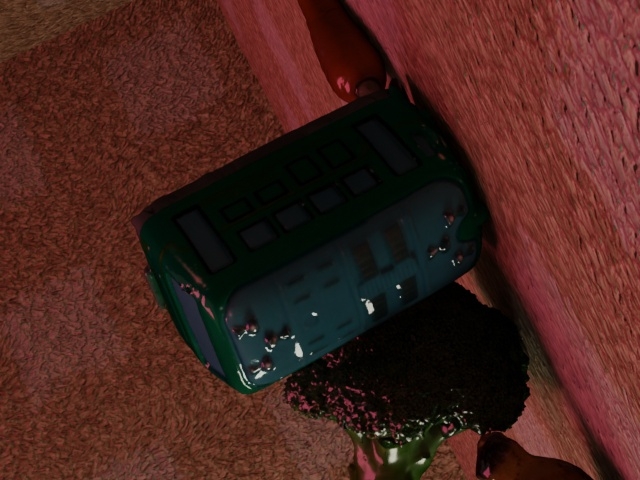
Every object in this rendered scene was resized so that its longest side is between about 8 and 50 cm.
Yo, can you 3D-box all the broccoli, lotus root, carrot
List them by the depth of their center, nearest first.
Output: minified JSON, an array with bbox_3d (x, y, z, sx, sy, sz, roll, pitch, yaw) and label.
[{"bbox_3d":[0.259,0.327,1.361,0.314,0.141,0.169,61,159,-1],"label":"lotus root"},{"bbox_3d":[0.094,0.171,1.491,0.297,0.297,0.297,-122,39,-60],"label":"broccoli"},{"bbox_3d":[0.011,-0.248,1.562,0.336,0.069,0.069,-116,2,-47],"label":"carrot"}]

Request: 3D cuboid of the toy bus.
[{"bbox_3d":[0.000,0.000,1.356,0.199,0.343,0.183,47,162,48],"label":"toy bus"}]
